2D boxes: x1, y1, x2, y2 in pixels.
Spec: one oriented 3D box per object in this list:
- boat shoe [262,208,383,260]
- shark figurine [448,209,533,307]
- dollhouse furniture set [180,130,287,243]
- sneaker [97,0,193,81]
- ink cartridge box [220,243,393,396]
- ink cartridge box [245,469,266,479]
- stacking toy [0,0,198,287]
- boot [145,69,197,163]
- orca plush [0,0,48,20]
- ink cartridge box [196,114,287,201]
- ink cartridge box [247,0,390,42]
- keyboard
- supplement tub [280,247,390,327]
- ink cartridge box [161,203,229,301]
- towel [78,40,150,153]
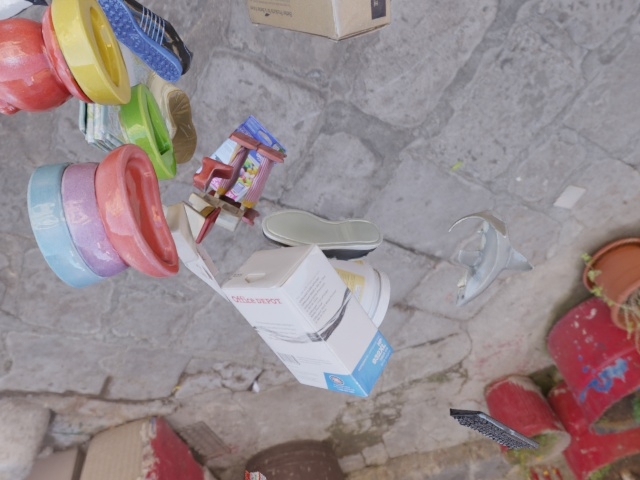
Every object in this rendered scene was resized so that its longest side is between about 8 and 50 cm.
[{"bbox_3d":[0.000,0.000,1.119,0.302,0.114,0.091,9,142,-19],"label":"boat shoe"},{"bbox_3d":[0.321,0.015,0.828,0.166,0.116,0.278,-43,147,-17],"label":"shark figurine"},{"bbox_3d":[-0.206,-0.127,1.137,0.152,0.374,0.201,26,108,-7],"label":"dollhouse furniture set"},{"bbox_3d":[-0.366,-0.443,0.973,0.081,0.091,0.232,-17,129,36],"label":"sneaker"},{"bbox_3d":[-0.028,0.166,0.978,0.223,0.129,0.308,-8,125,50],"label":"ink cartridge box"},{"bbox_3d":[-0.173,0.661,1.257,0.029,0.063,0.115,-10,141,3],"label":"ink cartridge box"},{"bbox_3d":[-0.265,-0.088,0.558,0.130,0.309,0.279,-15,172,-4],"label":"stacking toy"},{"bbox_3d":[-0.486,-0.399,1.507,0.095,0.203,0.262,-23,141,-26],"label":"boot"},{"bbox_3d":[-0.668,-0.451,0.858,0.287,0.151,0.102,-19,91,14],"label":"orca plush"},{"bbox_3d":[-0.289,-0.285,1.699,0.311,0.065,0.186,-38,107,27],"label":"ink cartridge box"},{"bbox_3d":[-0.020,-0.365,0.572,0.088,0.234,0.193,-26,129,-23],"label":"ink cartridge box"},{"bbox_3d":[0.336,0.379,0.935,0.180,0.023,0.108,33,152,-20],"label":"keyboard"},{"bbox_3d":[0.021,0.149,1.441,0.331,0.241,0.241,18,126,-15],"label":"supplement tub"},{"bbox_3d":[-0.374,0.040,1.416,0.060,0.238,0.275,-46,148,-22],"label":"ink cartridge box"},{"bbox_3d":[-0.635,-0.440,1.469,0.090,0.375,0.320,-2,172,4],"label":"towel"}]
